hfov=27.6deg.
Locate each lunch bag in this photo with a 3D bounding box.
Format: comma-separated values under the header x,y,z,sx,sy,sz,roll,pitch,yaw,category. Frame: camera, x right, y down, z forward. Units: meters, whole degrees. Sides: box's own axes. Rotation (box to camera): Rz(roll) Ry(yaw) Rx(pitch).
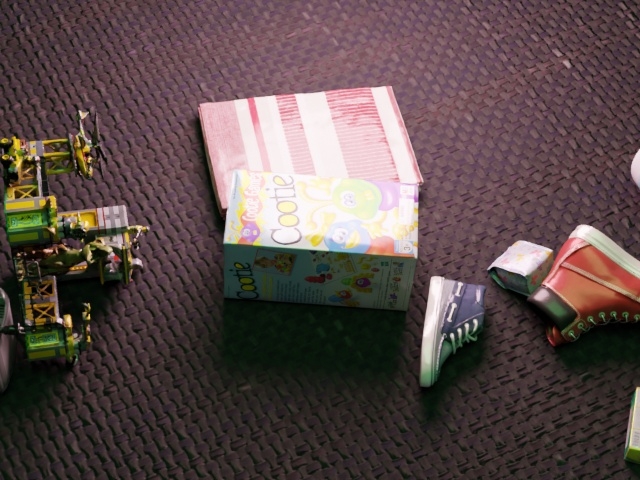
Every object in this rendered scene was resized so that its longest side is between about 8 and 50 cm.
x,y,z,sx,sy,sz,roll,pitch,yaw,category
0.304,0.040,1.968,0.071,0.053,0.083,-40,39,-27,lunch bag

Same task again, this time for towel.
x,y,z,sx,sy,sz,roll,pitch,yaw,category
-0.020,-0.147,2.099,0.329,0.037,0.237,-7,53,-10,towel

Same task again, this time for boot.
x,y,z,sx,sy,sz,roll,pitch,yaw,category
0.433,0.115,1.916,0.244,0.088,0.176,34,76,8,boot
0.192,0.132,1.884,0.086,0.069,0.190,7,52,6,boot

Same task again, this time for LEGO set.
x,y,z,sx,sy,sz,roll,pitch,yaw,category
-0.331,0.001,1.823,0.192,0.331,0.255,-7,34,-10,LEGO set

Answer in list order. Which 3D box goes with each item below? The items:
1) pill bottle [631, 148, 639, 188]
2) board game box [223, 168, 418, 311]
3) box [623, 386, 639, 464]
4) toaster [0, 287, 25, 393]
x,y,z,sx,sy,sz,roll,pitch,yaw,category
0.599,-0.047,1.990,0.146,0.146,0.264,-17,56,-15,pill bottle
0.000,0.000,1.924,0.275,0.144,0.142,5,53,-1,board game box
0.521,0.276,1.817,0.179,0.043,0.105,12,54,9,box
-0.508,0.137,1.795,0.227,0.146,0.129,4,55,0,toaster
